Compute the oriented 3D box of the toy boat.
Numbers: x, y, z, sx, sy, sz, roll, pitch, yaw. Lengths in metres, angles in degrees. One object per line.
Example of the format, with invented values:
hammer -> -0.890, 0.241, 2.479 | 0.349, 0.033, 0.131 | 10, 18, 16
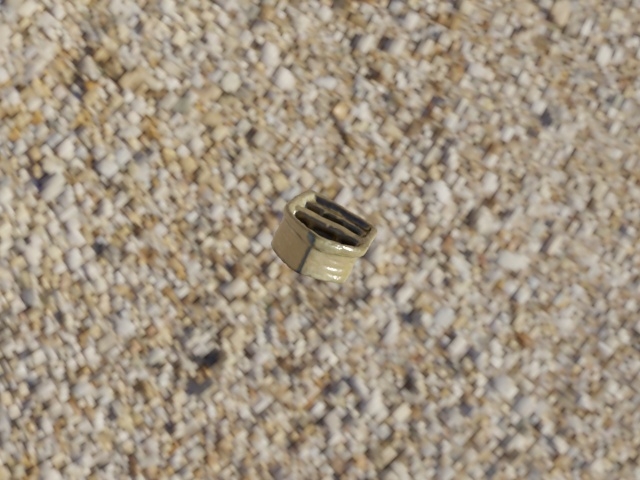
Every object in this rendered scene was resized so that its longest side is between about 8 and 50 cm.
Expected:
toy boat -> 0.000, 0.000, 1.982 | 0.116, 0.188, 0.061 | 30, 105, 5
